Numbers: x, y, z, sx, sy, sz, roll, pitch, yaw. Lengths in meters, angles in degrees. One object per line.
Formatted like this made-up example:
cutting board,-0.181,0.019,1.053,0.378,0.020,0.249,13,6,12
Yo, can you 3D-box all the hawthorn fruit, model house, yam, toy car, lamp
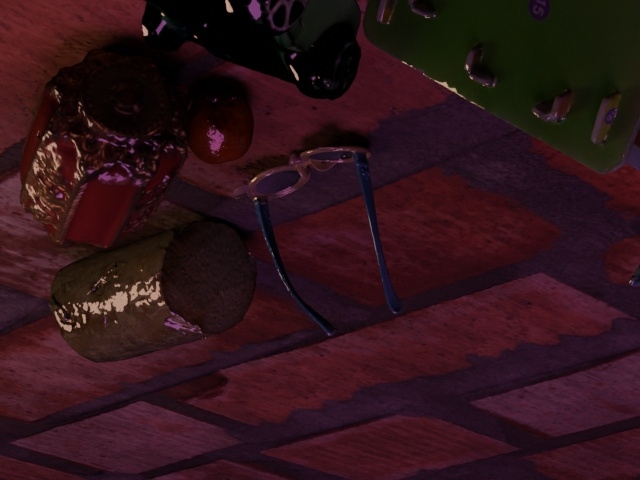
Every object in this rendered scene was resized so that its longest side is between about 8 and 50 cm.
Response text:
hawthorn fruit,-0.112,-0.133,1.876,0.081,0.081,0.093,6,145,-8
model house,0.247,-0.167,1.523,0.324,0.340,0.300,-11,-145,-44
yam,-0.229,0.073,2.259,0.268,0.161,0.161,-15,151,39
toy car,-0.080,-0.260,1.469,0.213,0.176,0.359,20,172,25
lamp,-0.242,-0.099,1.865,0.177,0.177,0.274,9,157,-15

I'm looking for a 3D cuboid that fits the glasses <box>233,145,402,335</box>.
glasses,0.019,-0.007,2.029,0.190,0.220,0.088,-24,-176,42
